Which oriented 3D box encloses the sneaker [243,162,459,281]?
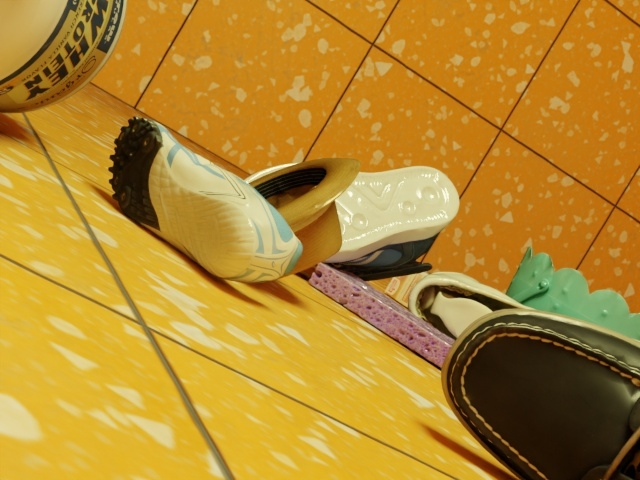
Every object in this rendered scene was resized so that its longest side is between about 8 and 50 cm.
[{"bbox_3d":[0.000,-0.001,1.489,0.322,0.130,0.236,-6,-20,-28],"label":"sneaker"}]

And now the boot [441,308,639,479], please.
[{"bbox_3d":[0.243,0.172,0.719,0.377,0.138,0.284,37,4,7],"label":"boot"}]

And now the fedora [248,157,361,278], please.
[{"bbox_3d":[-0.034,-0.013,1.114,0.079,0.194,0.194,67,-8,-16],"label":"fedora"}]

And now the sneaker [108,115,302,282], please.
[{"bbox_3d":[-0.108,-0.034,1.010,0.086,0.085,0.237,17,18,-49],"label":"sneaker"}]

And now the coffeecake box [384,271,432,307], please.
[{"bbox_3d":[0.218,0.115,1.876,0.185,0.068,0.142,33,5,40],"label":"coffeecake box"}]

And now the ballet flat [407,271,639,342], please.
[{"bbox_3d":[0.272,0.146,1.386,0.400,0.139,0.139,25,0,25],"label":"ballet flat"}]

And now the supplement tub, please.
[{"bbox_3d":[-0.299,-0.232,1.025,0.228,0.228,0.316,31,4,0],"label":"supplement tub"}]

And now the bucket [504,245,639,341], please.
[{"bbox_3d":[0.358,0.151,1.601,0.281,0.183,0.281,31,3,-2],"label":"bucket"}]

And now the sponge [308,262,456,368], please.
[{"bbox_3d":[0.092,0.095,1.354,0.210,0.031,0.117,32,3,23],"label":"sponge"}]
